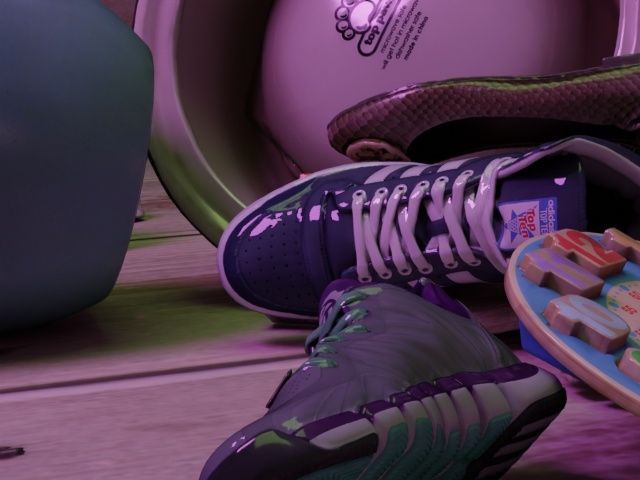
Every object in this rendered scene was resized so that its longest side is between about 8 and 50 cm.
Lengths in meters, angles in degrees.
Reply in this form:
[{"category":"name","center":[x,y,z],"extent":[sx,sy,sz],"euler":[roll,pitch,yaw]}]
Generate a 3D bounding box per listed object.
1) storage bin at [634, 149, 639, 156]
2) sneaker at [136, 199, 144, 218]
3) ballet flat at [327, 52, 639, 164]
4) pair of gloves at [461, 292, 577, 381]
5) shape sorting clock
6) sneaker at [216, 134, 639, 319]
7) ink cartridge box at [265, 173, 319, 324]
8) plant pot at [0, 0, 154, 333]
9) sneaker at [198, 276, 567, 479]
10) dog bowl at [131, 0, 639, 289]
[{"category":"storage bin","center":[0.305,-0.077,1.433],"extent":[0.180,0.122,0.084],"euler":[-3,9,-4]},{"category":"sneaker","center":[-0.246,-0.055,1.660],"extent":[0.054,0.061,0.152],"euler":[-13,12,-43]},{"category":"ballet flat","center":[0.125,-0.075,0.987],"extent":[0.250,0.058,0.084],"euler":[-7,-12,14]},{"category":"pair of gloves","center":[0.200,0.044,0.898],"extent":[0.204,0.042,0.240],"euler":[-11,4,-16]},{"category":"shape sorting clock","center":[0.182,0.047,0.687],"extent":[0.206,0.040,0.206],"euler":[14,21,-5]},{"category":"sneaker","center":[0.076,-0.006,0.913],"extent":[0.282,0.099,0.153],"euler":[-7,1,-3]},{"category":"ink cartridge box","center":[0.000,0.000,1.031],"extent":[0.063,0.115,0.029],"euler":[1,-24,21]},{"category":"plant pot","center":[-0.245,-0.067,1.023],"extent":[0.235,0.293,0.293],"euler":[9,5,-16]},{"category":"sneaker","center":[0.008,0.062,0.592],"extent":[0.098,0.083,0.224],"euler":[48,24,22]},{"category":"dog bowl","center":[0.069,-0.146,1.143],"extent":[0.408,0.408,0.150],"euler":[1,-9,22]}]
